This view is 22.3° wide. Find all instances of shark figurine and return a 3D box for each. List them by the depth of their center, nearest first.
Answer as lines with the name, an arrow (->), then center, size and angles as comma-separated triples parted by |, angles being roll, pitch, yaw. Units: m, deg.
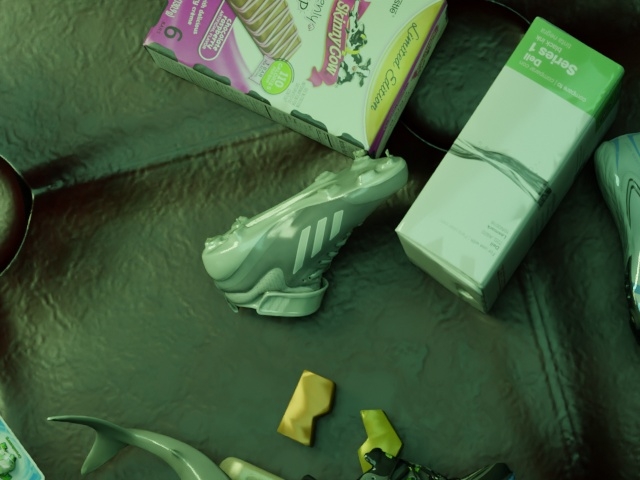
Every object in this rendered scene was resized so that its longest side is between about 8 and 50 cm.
shark figurine -> -0.101, 0.238, 1.363 | 0.166, 0.116, 0.278 | -31, 77, 2

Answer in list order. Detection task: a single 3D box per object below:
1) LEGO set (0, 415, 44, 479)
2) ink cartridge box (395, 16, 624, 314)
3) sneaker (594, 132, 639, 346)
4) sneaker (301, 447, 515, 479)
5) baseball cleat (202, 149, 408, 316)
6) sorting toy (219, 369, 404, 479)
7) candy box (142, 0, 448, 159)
LEGO set -> -0.291, 0.231, 1.416 | 0.182, 0.060, 0.244 | -38, 88, 28
ink cartridge box -> 0.163, -0.058, 1.388 | 0.092, 0.160, 0.219 | 33, 85, 12
sneaker -> 0.298, 0.020, 1.398 | 0.086, 0.085, 0.237 | -11, 81, 6
sneaker -> 0.070, 0.209, 1.357 | 0.188, 0.067, 0.078 | -10, 78, 1
baseball cleat -> 0.000, 0.000, 1.432 | 0.206, 0.072, 0.109 | -24, 108, 19
sorting toy -> -0.006, 0.284, 1.414 | 0.229, 0.041, 0.307 | 23, 83, 14
candy box -> -0.021, -0.190, 1.477 | 0.233, 0.071, 0.159 | 25, 83, 9
